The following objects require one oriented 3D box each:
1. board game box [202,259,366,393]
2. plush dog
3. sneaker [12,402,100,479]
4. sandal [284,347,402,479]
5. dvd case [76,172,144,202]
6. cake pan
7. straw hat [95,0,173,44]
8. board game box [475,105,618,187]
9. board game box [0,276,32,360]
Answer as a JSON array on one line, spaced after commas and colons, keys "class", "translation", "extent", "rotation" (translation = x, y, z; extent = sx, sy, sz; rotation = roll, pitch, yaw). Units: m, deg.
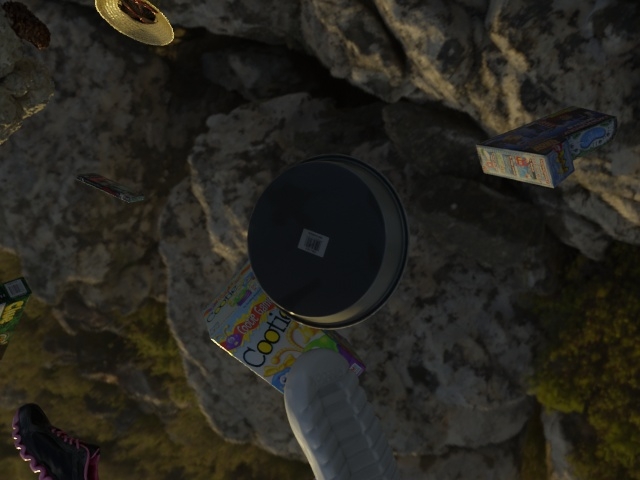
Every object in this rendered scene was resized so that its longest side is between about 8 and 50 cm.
[{"class": "board game box", "translation": [-0.071, 0.190, 1.371], "extent": [0.275, 0.142, 0.144], "rotation": [41, 92, -21]}, {"class": "plush dog", "translation": [-0.503, -0.243, 1.011], "extent": [0.211, 0.262, 0.225], "rotation": [61, 145, 39]}, {"class": "sneaker", "translation": [-0.215, 0.184, 0.609], "extent": [0.057, 0.047, 0.119], "rotation": [-36, 75, 0]}, {"class": "sandal", "translation": [0.030, 0.341, 1.044], "extent": [0.102, 0.169, 0.416], "rotation": [-2, 109, 40]}, {"class": "dvd case", "translation": [-0.431, -0.110, 1.473], "extent": [0.119, 0.087, 0.013], "rotation": [23, 98, 2]}, {"class": "cake pan", "translation": [0.000, 0.000, 1.170], "extent": [0.293, 0.054, 0.293], "rotation": [-1, 87, 26]}, {"class": "straw hat", "translation": [-0.293, -0.388, 1.172], "extent": [0.144, 0.061, 0.144], "rotation": [17, 164, 5]}, {"class": "board game box", "translation": [0.387, -0.153, 1.195], "extent": [0.194, 0.194, 0.060], "rotation": [-22, 110, 0]}, {"class": "board game box", "translation": [-0.460, 0.134, 0.910], "extent": [0.030, 0.136, 0.259], "rotation": [59, 138, 12]}]
